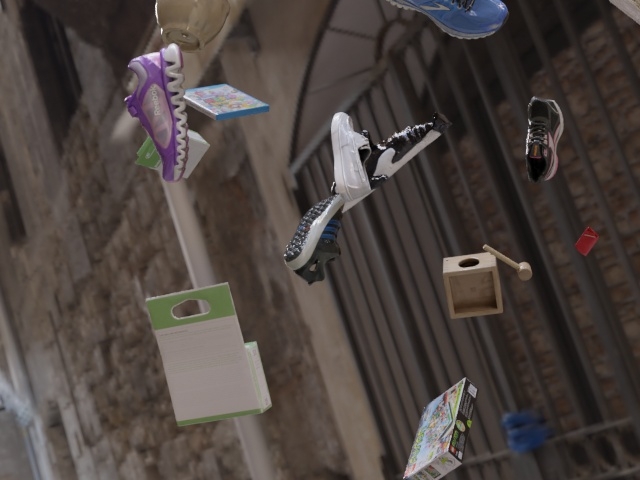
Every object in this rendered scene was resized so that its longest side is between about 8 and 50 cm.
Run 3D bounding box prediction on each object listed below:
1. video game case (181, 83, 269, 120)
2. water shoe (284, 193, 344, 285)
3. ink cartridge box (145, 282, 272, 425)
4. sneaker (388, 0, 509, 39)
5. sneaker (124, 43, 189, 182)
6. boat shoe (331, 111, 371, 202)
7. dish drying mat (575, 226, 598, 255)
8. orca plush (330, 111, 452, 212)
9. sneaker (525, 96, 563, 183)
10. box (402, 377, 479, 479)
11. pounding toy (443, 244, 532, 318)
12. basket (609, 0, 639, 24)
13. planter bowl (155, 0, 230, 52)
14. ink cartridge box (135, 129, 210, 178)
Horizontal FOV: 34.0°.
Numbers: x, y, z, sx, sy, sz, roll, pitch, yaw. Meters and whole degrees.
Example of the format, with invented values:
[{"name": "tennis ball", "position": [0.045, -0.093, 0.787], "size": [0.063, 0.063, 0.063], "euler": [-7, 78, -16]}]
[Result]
[{"name": "video game case", "position": [-0.194, -0.272, 2.049], "size": [0.119, 0.015, 0.166], "euler": [-15, 30, -32]}, {"name": "water shoe", "position": [0.000, 0.000, 1.824], "size": [0.073, 0.080, 0.203], "euler": [-21, 25, 40]}, {"name": "ink cartridge box", "position": [-0.195, 0.196, 1.824], "size": [0.171, 0.235, 0.056], "euler": [-12, 3, 21]}, {"name": "sneaker", "position": [0.300, -0.597, 2.547], "size": [0.330, 0.130, 0.147], "euler": [22, -9, 7]}, {"name": "sneaker", "position": [-0.281, -0.217, 1.802], "size": [0.104, 0.236, 0.095], "euler": [-5, 8, -5]}, {"name": "boat shoe", "position": [0.057, -0.150, 1.802], "size": [0.063, 0.184, 0.066], "euler": [-13, -42, 14]}, {"name": "dish drying mat", "position": [0.546, 0.003, 2.145], "size": [0.008, 0.032, 0.083], "euler": [-38, -17, -23]}, {"name": "orca plush", "position": [0.118, -0.178, 2.076], "size": [0.287, 0.102, 0.151], "euler": [-36, 9, 30]}, {"name": "sneaker", "position": [0.438, -0.193, 2.068], "size": [0.072, 0.178, 0.077], "euler": [3, 24, 28]}, {"name": "box", "position": [0.212, 0.338, 1.824], "size": [0.114, 0.036, 0.207], "euler": [-42, 10, 31]}, {"name": "pounding toy", "position": [0.400, 0.076, 2.501], "size": [0.206, 0.181, 0.094], "euler": [-8, 23, 11]}, {"name": "basket", "position": [0.615, -0.422, 1.840], "size": [0.113, 0.167, 0.103], "euler": [-22, -29, -49]}, {"name": "planter bowl", "position": [-0.284, -0.474, 2.256], "size": [0.162, 0.109, 0.162], "euler": [10, -21, 4]}, {"name": "ink cartridge box", "position": [-0.378, -0.229, 2.578], "size": [0.109, 0.062, 0.209], "euler": [-53, -28, 14]}]
